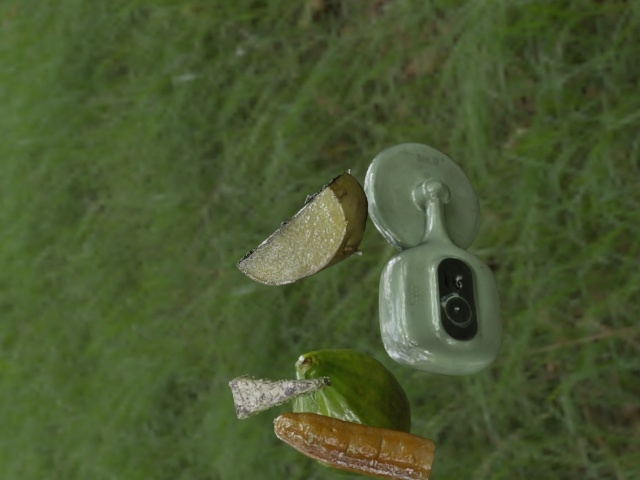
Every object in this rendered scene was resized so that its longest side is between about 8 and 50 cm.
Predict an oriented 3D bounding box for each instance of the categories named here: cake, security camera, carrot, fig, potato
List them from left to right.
[{"bbox_3d":[-0.048,0.194,1.831,0.140,0.051,0.055,-5,87,37],"label":"cake"},{"bbox_3d":[0.000,0.000,1.687,0.089,0.100,0.172,49,120,1],"label":"potato"},{"bbox_3d":[0.030,0.230,2.135,0.233,0.167,0.167,53,164,-18],"label":"fig"},{"bbox_3d":[0.025,0.176,1.257,0.048,0.139,0.048,-166,90,-83],"label":"carrot"},{"bbox_3d":[0.136,0.011,1.740,0.080,0.157,0.302,136,136,-55],"label":"security camera"}]
